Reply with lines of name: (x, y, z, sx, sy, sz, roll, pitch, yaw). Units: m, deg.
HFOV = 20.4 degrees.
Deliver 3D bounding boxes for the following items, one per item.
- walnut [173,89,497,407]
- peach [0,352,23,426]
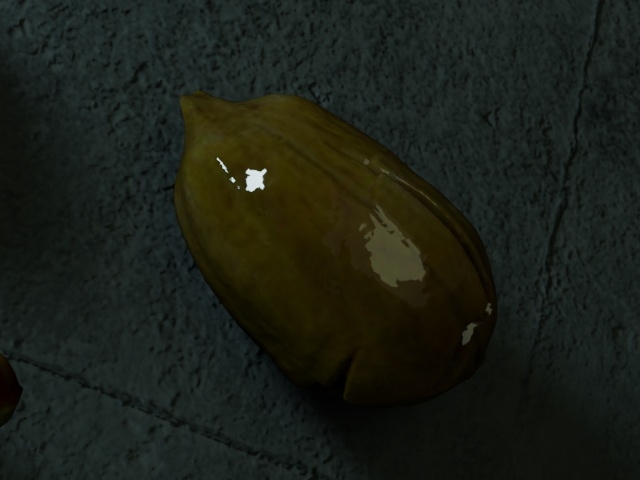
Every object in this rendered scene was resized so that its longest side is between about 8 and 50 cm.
walnut: (0.000, 0.000, 1.479, 0.336, 0.209, 0.209, 45, 56, 6)
peach: (-0.359, 0.138, 1.221, 0.245, 0.248, 0.275, 29, 72, 23)
